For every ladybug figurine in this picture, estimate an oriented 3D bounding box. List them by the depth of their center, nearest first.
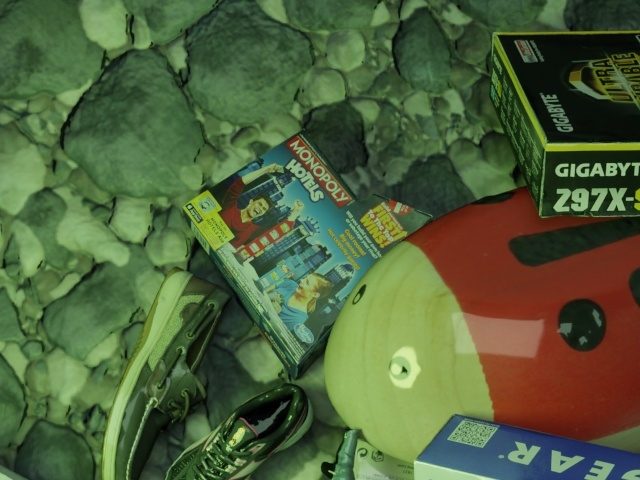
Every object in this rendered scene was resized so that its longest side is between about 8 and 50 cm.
[{"bbox_3d":[0.220,0.058,1.711,0.449,0.162,0.305,-16,45,-20],"label":"ladybug figurine"}]

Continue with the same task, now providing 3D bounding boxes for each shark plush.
[{"bbox_3d":[0.024,0.247,1.629,0.067,0.073,0.161,4,64,-19],"label":"shark plush"}]

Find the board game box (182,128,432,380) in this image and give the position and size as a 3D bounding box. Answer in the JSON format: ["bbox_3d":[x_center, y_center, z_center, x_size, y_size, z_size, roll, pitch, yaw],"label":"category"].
[{"bbox_3d":[0.000,0.000,1.826,0.194,0.060,0.194,-32,74,-14],"label":"board game box"}]

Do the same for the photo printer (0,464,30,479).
[{"bbox_3d":[-0.356,0.303,1.674,0.307,0.107,0.256,28,71,7],"label":"photo printer"}]

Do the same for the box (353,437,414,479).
[{"bbox_3d":[0.042,0.325,1.683,0.094,0.113,0.275,11,69,2],"label":"box"}]

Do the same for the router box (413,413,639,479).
[{"bbox_3d":[0.247,0.319,1.545,0.335,0.301,0.082,11,30,26],"label":"router box"}]

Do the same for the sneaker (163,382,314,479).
[{"bbox_3d":[-0.081,0.189,1.744,0.072,0.077,0.178,40,74,13],"label":"sneaker"}]

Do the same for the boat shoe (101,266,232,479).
[{"bbox_3d":[-0.142,0.131,1.761,0.073,0.080,0.224,14,65,8],"label":"boat shoe"}]

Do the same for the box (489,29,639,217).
[{"bbox_3d":[0.306,-0.115,1.767,0.257,0.322,0.079,1,113,-3],"label":"box"}]
